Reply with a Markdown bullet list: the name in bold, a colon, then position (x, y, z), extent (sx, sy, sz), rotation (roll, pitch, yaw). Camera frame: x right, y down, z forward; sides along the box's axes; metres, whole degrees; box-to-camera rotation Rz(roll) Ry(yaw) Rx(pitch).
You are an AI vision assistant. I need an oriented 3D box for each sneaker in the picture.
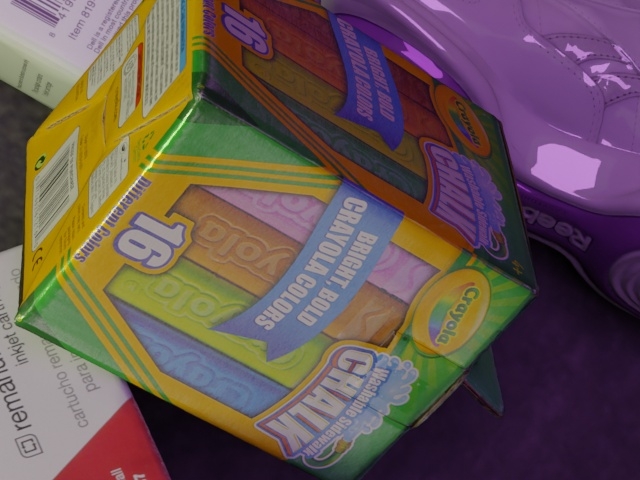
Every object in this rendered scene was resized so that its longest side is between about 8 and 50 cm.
- **sneaker**: position (0.107, -0.073, 0.936), extent (0.305, 0.114, 0.152), rotation (31, 57, -5)

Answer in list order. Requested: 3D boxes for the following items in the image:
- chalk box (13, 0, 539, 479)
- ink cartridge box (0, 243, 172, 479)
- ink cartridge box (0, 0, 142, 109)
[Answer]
- **chalk box**: position (0.000, 0.000, 0.813), extent (0.213, 0.132, 0.132), rotation (29, 119, -24)
- **ink cartridge box**: position (-0.194, 0.141, 0.779), extent (0.273, 0.114, 0.197), rotation (-20, 54, -14)
- **ink cartridge box**: position (-0.140, -0.161, 0.892), extent (0.208, 0.087, 0.153), rotation (30, 77, -7)
